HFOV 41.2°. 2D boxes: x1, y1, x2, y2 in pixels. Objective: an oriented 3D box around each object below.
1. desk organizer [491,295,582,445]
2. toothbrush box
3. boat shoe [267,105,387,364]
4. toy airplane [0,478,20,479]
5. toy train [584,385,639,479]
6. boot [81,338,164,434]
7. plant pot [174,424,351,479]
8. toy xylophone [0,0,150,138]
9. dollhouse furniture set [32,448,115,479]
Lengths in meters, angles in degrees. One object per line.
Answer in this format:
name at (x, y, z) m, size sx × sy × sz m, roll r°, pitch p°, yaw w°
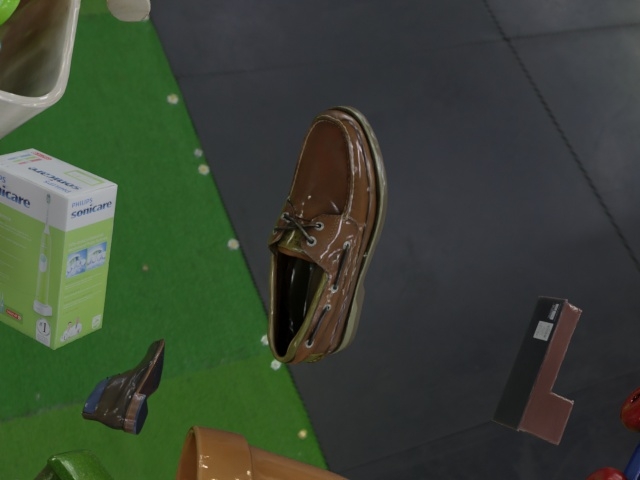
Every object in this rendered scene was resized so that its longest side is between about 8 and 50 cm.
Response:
desk organizer at (0.217, 0.123, 0.812) m, size 0.050 × 0.047 × 0.130 m, roll 25°, pitch 83°, yaw -18°
toothbrush box at (-0.479, 0.011, 1.468) m, size 0.206 × 0.283 × 0.122 m, roll 21°, pitch 25°, yaw 24°
boat shoe at (0.000, 0.000, 0.984) m, size 0.111 × 0.307 × 0.104 m, roll 14°, pitch 17°, yaw 39°
toy airplane at (-0.555, 0.632, 1.678) m, size 0.386 × 0.272 × 0.384 m, roll 10°, pitch 98°, yaw -35°
toy train at (0.288, 0.124, 0.579) m, size 0.105 × 0.143 × 0.248 m, roll 42°, pitch 55°, yaw 4°
boot at (-0.358, 0.256, 1.574) m, size 0.106 × 0.082 × 0.219 m, roll 9°, pitch 37°, yaw 3°
plant pot at (-0.066, 0.367, 0.969) m, size 0.203 × 0.291 × 0.291 m, roll 9°, pitch 58°, yaw -14°
toy xylophone at (-0.229, -0.207, 0.648) m, size 0.081 × 0.236 × 0.323 m, roll 31°, pitch 39°, yaw -43°
dollhouse furniture set at (-0.248, 0.126, 0.426) m, size 0.151 × 0.197 × 0.301 m, roll -45°, pitch 77°, yaw 7°
